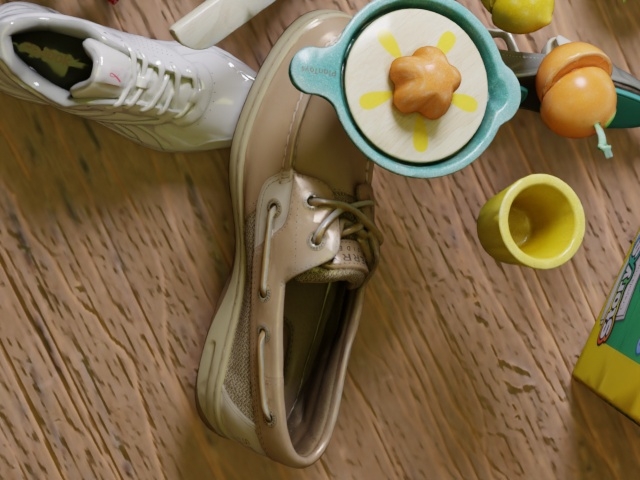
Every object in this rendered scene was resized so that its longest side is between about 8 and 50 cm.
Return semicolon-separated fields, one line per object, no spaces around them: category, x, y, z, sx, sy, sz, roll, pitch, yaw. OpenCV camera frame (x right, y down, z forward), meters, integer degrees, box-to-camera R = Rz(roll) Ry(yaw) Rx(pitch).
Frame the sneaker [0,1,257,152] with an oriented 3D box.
sneaker;-0.145;-0.115;1.391;0.232;0.115;0.090;11;95;-9

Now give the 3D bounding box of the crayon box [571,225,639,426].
crayon box;0.334;-0.018;1.369;0.106;0.313;0.363;24;93;-7

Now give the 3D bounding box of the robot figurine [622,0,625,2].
robot figurine;0.258;-0.242;1.458;0.101;0.067;0.115;42;90;0

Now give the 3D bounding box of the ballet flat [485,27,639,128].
ballet flat;0.165;-0.132;1.461;0.213;0.072;0.068;3;66;-11

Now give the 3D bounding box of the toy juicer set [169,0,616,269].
toy juicer set;0.084;-0.142;1.342;0.329;0.089;0.209;34;75;-14

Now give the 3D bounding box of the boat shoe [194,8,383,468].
boat shoe;0.000;0.000;1.408;0.122;0.110;0.341;1;104;-41

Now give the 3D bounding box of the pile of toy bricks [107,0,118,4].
pile of toy bricks;-0.191;-0.280;1.385;0.212;0.118;0.105;34;62;5
